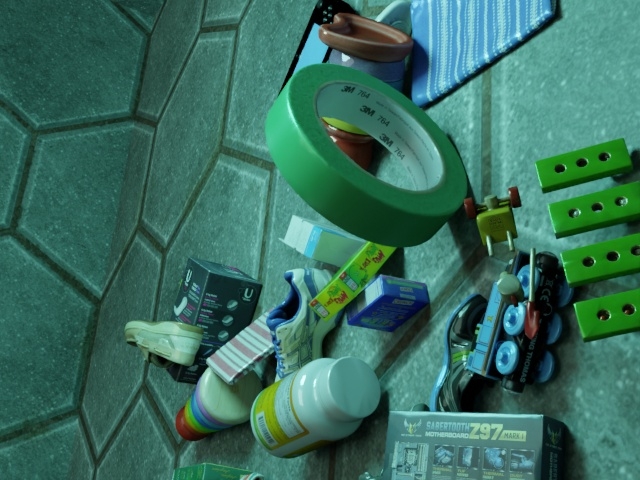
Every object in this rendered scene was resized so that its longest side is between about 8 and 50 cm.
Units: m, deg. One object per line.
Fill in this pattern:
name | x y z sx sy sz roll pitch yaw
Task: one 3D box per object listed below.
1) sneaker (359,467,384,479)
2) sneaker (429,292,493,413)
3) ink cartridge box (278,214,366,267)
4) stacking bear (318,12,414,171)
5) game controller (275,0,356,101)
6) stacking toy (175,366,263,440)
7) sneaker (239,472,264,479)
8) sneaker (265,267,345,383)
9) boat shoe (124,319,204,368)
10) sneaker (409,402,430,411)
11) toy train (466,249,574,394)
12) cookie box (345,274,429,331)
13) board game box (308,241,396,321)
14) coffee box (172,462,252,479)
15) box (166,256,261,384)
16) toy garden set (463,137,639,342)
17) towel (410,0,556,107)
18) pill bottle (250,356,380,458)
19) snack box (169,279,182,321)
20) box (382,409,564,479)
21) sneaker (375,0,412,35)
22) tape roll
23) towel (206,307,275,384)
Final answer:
sneaker | 0.053 0.464 1.171 0.276 0.097 0.135 -59 37 21
sneaker | 0.207 0.167 1.087 0.078 0.067 0.188 6 79 43
ink cartridge box | 0.000 0.000 1.520 0.180 0.104 0.060 28 101 63
stacking bear | 0.063 -0.251 1.474 0.175 0.164 0.289 -58 -17 -59
game controller | -0.016 -0.403 1.821 0.319 0.067 0.166 -66 27 17
stacking toy | -0.251 0.377 1.787 0.330 0.141 0.141 137 141 -54
sneaker | -0.135 0.532 1.539 0.075 0.057 0.161 134 146 -52
sneaker | -0.057 0.187 1.501 0.112 0.131 0.296 31 105 61
boat shoe | -0.366 0.238 1.784 0.302 0.109 0.098 -8 69 51
sneaker | 0.172 0.292 1.090 0.076 0.065 0.166 -40 43 25
toy train | 0.253 0.101 1.005 0.105 0.080 0.184 -170 95 -70
cookie box | 0.107 0.103 1.271 0.107 0.092 0.040 -45 43 44
board game box | 0.061 0.052 1.327 0.092 0.043 0.181 -46 -1 44
coffee box | -0.234 0.509 1.687 0.184 0.113 0.040 -32 45 55
box | -0.266 0.196 1.883 0.165 0.143 0.270 23 97 61
toy garden set | 0.288 0.013 0.930 0.204 0.049 0.244 -15 55 16
towel | 0.256 -0.389 1.314 0.336 0.040 0.243 -29 51 55
pill bottle | -0.007 0.280 1.342 0.246 0.136 0.136 -39 43 49
snack box | -0.347 0.224 2.113 0.174 0.070 0.207 19 94 63
box | 0.180 0.307 0.976 0.233 0.059 0.183 -10 64 42
sneaker | 0.101 -0.391 1.569 0.217 0.079 0.121 -62 29 25
tape roll | 0.074 -0.135 1.206 0.077 0.321 0.321 -51 34 37
towel | -0.134 0.217 1.625 0.197 0.029 0.144 -38 22 -15
